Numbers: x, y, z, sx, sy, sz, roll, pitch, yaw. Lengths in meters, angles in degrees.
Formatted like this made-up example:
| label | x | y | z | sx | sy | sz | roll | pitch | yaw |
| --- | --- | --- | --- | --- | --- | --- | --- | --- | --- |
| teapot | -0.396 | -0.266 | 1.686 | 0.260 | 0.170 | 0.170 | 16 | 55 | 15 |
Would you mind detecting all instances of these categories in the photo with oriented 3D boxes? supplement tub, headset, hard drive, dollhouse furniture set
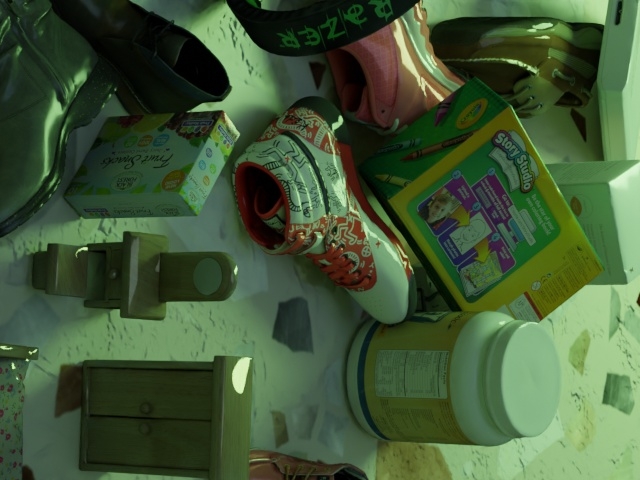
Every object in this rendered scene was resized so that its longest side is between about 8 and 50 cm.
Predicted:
| label | x | y | z | sx | sy | sz | roll | pitch | yaw |
| --- | --- | --- | --- | --- | --- | --- | --- | --- | --- |
| supplement tub | 0.143 | 0.148 | 2.075 | 0.144 | 0.199 | 0.144 | 3 | 86 | -52 |
| headset | 0.041 | -0.315 | 1.949 | 0.185 | 0.243 | 0.394 | 54 | 29 | -37 |
| hard drive | 0.383 | -0.223 | 2.419 | 0.307 | 0.040 | 0.203 | 62 | 37 | -70 |
| dollhouse furniture set | -0.233 | 0.130 | 1.615 | 0.355 | 0.173 | 0.303 | 9 | 81 | -52 |

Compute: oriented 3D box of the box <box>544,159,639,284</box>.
| label | x | y | z | sx | sy | sz | roll | pitch | yaw |
| --- | --- | --- | --- | --- | --- | --- | --- | --- | --- |
| box | 0.304 | -0.021 | 2.311 | 0.091 | 0.170 | 0.130 | -31 | 113 | -48 |

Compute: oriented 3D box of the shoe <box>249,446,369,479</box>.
| label | x | y | z | sx | sy | sz | roll | pitch | yaw |
| --- | --- | --- | --- | --- | --- | --- | --- | --- | --- |
| shoe | -0.028 | 0.243 | 1.948 | 0.178 | 0.081 | 0.064 | 15 | 77 | -51 |

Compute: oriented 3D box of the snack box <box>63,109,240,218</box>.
| label | x | y | z | sx | sy | sz | roll | pitch | yaw |
| --- | --- | --- | --- | --- | --- | --- | --- | --- | --- |
| snack box | -0.153 | -0.068 | 1.750 | 0.037 | 0.141 | 0.100 | 52 | 50 | -39 |

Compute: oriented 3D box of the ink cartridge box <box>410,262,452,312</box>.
| label | x | y | z | sx | sy | sz | roll | pitch | yaw |
| --- | --- | --- | --- | --- | --- | --- | --- | --- | --- |
| ink cartridge box | 0.126 | 0.066 | 2.195 | 0.048 | 0.028 | 0.083 | -15 | 101 | -51 |

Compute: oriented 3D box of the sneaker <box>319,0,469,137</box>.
| label | x | y | z | sx | sy | sz | roll | pitch | yaw |
| --- | --- | --- | --- | --- | --- | --- | --- | --- | --- |
| sneaker | 0.079 | -0.155 | 2.103 | 0.136 | 0.116 | 0.314 | -50 | 121 | -27 |

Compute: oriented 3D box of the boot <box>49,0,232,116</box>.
| label | x | y | z | sx | sy | sz | roll | pitch | yaw |
| --- | --- | --- | --- | --- | --- | --- | --- | --- | --- |
| boot | -0.169 | -0.199 | 1.763 | 0.219 | 0.106 | 0.082 | 52 | 50 | -38 |

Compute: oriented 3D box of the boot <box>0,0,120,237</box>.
| label | x | y | z | sx | sy | sz | roll | pitch | yaw |
| --- | --- | --- | --- | --- | --- | --- | --- | --- | --- |
| boot | -0.282 | -0.123 | 1.653 | 0.161 | 0.083 | 0.246 | 51 | 45 | -29 |

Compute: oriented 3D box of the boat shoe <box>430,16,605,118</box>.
| label | x | y | z | sx | sy | sz | roll | pitch | yaw |
| --- | --- | --- | --- | --- | --- | --- | --- | --- | --- |
| boat shoe | 0.247 | -0.204 | 2.290 | 0.324 | 0.122 | 0.120 | -4 | 97 | -52 |

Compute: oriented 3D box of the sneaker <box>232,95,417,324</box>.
| label | x | y | z | sx | sy | sz | roll | pitch | yaw |
| --- | --- | --- | --- | --- | --- | --- | --- | --- | --- |
| sneaker | -0.001 | -0.001 | 1.988 | 0.145 | 0.090 | 0.270 | -43 | 118 | -43 |

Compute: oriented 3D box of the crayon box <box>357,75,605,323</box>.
| label | x | y | z | sx | sy | sz | roll | pitch | yaw |
| --- | --- | --- | --- | --- | --- | --- | --- | --- | --- |
| crayon box | 0.180 | -0.022 | 2.109 | 0.165 | 0.081 | 0.278 | -38 | 127 | -4 |
